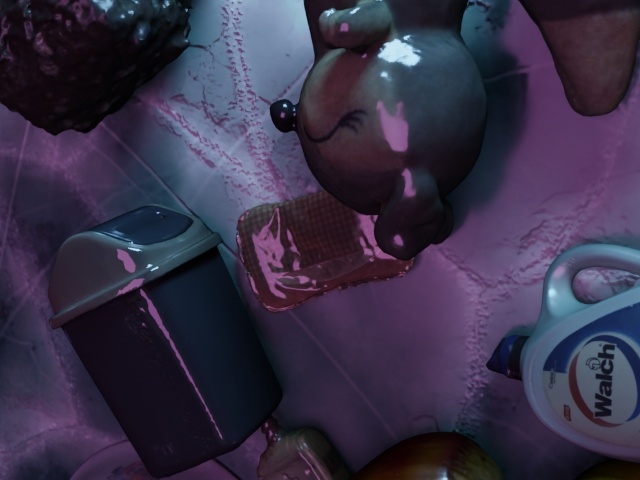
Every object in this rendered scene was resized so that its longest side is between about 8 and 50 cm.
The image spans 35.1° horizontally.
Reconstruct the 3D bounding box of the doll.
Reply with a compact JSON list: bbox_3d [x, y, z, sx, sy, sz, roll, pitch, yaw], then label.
[{"bbox_3d":[0.136,-0.170,0.991,0.378,0.252,0.382,-7,102,21],"label":"doll"}]

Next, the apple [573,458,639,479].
[{"bbox_3d":[0.334,0.314,1.026,0.196,0.157,0.196,3,94,39],"label":"apple"}]

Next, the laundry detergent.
[{"bbox_3d":[0.297,0.111,1.032,0.280,0.105,0.215,4,86,45],"label":"laundry detergent"}]

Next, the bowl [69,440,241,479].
[{"bbox_3d":[-0.230,0.436,1.267,0.345,0.157,0.346,3,99,20],"label":"bowl"}]

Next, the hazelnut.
[{"bbox_3d":[0.105,0.305,1.107,0.208,0.208,0.208,3,100,20],"label":"hazelnut"}]

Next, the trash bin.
[{"bbox_3d":[-0.178,0.106,1.172,0.182,0.209,0.290,-26,95,20],"label":"trash bin"}]

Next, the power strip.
[{"bbox_3d":[0.040,0.372,1.209,0.092,0.066,0.388,-35,88,23],"label":"power strip"}]

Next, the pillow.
[{"bbox_3d":[0.000,0.003,1.179,0.211,0.034,0.135,-20,92,23],"label":"pillow"}]

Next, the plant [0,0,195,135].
[{"bbox_3d":[-0.242,-0.284,1.127,0.312,0.215,0.213,-38,81,18],"label":"plant"}]
